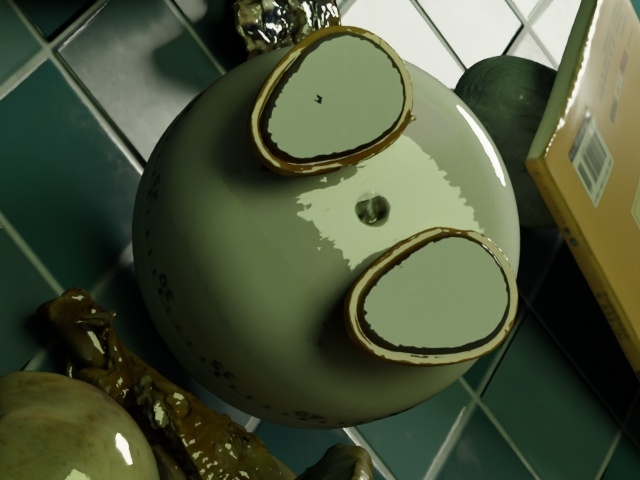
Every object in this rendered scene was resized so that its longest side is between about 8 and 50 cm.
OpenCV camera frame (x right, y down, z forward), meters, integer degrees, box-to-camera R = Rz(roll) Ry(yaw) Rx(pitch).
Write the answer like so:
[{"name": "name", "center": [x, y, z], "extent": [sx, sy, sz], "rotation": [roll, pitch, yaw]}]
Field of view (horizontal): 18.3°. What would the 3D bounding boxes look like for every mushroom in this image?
[{"name": "mushroom", "center": [-0.134, 0.135, 0.984], "extent": [0.148, 0.112, 0.148], "rotation": [-1, 90, -79]}]

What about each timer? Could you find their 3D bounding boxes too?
[{"name": "timer", "center": [0.000, 0.000, 1.202], "extent": [0.233, 0.240, 0.234], "rotation": [4, 77, -19]}]

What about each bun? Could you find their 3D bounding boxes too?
[{"name": "bun", "center": [0.165, -0.080, 1.504], "extent": [0.141, 0.083, 0.141], "rotation": [31, 46, -38]}]

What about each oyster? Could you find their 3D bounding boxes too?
[{"name": "oyster", "center": [-0.014, -0.152, 1.367], "extent": [0.103, 0.051, 0.148], "rotation": [52, 26, -24]}]

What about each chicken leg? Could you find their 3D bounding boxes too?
[{"name": "chicken leg", "center": [-0.088, 0.115, 1.088], "extent": [0.207, 0.085, 0.101], "rotation": [49, 49, -2]}]

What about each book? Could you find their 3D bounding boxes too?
[{"name": "book", "center": [0.267, 0.007, 1.533], "extent": [0.389, 0.032, 0.269], "rotation": [60, 34, -28]}]

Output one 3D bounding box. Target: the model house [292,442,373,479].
[{"name": "model house", "center": [0.031, 0.237, 0.933], "extent": [0.239, 0.173, 0.268], "rotation": [46, 49, 1]}]
